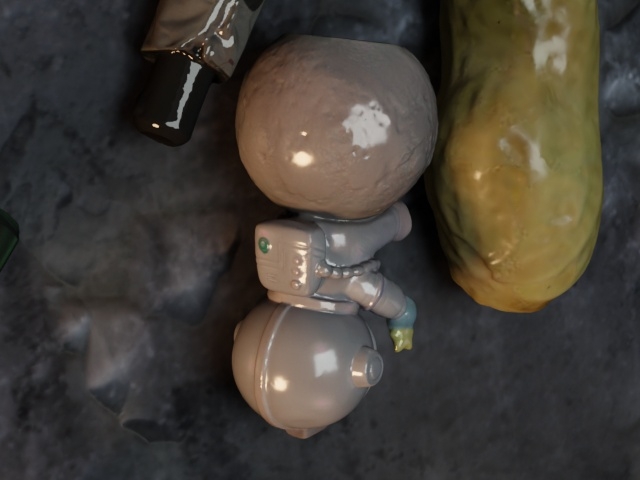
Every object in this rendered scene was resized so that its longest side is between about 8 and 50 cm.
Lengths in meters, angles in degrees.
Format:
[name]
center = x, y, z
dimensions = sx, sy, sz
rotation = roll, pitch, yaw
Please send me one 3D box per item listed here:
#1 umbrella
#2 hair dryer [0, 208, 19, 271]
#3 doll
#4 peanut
[umbrella]
center = -0.051, -0.224, 1.369
dimensions = 0.067, 0.073, 0.337
rotation = 24, 82, -19
[hair dryer]
center = -0.284, -0.015, 1.231
dimensions = 0.198, 0.057, 0.100
rotation = 36, 73, -31
[doll]
center = 0.000, 0.000, 1.403
dimensions = 0.151, 0.151, 0.287
rotation = 2, 98, -39
[peanut]
center = 0.147, -0.099, 1.505
dimensions = 0.147, 0.147, 0.319
rotation = -9, 105, -38
